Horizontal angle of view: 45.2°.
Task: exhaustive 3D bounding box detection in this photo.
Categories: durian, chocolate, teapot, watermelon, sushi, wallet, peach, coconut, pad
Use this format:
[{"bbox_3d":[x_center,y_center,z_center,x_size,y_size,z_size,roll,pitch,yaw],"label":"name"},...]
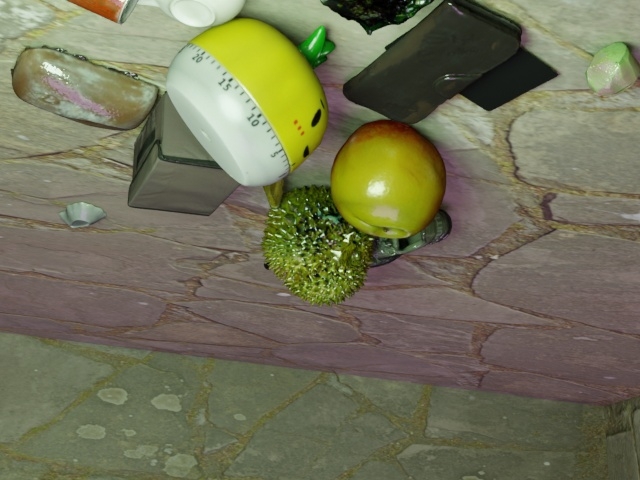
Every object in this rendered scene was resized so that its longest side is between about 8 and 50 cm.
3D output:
[{"bbox_3d":[0.002,-0.002,1.742,0.291,0.291,0.224,10,149,-14],"label":"durian"},{"bbox_3d":[-0.436,-0.261,1.415,0.262,0.083,0.161,15,156,-25],"label":"chocolate"},{"bbox_3d":[-0.190,-0.368,1.120,0.227,0.092,0.145,3,156,12],"label":"teapot"},{"bbox_3d":[-0.118,-0.151,1.617,0.075,0.091,0.181,15,160,10],"label":"watermelon"},{"bbox_3d":[0.102,-0.369,1.013,0.127,0.124,0.225,22,149,-30],"label":"sushi"},{"bbox_3d":[0.181,-0.289,1.284,0.165,0.042,0.310,20,152,-26],"label":"wallet"},{"bbox_3d":[0.130,-0.117,1.491,0.231,0.230,0.231,4,157,2],"label":"peach"},{"bbox_3d":[0.469,-0.272,1.241,0.082,0.083,0.081,11,161,46],"label":"coconut"},{"bbox_3d":[0.256,-0.303,1.294,0.265,0.009,0.160,22,152,-32],"label":"pad"}]

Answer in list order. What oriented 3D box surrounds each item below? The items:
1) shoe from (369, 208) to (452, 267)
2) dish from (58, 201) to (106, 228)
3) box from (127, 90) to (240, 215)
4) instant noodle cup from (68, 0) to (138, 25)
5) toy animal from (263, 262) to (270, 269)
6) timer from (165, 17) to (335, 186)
[{"bbox_3d":[0.156,-0.006,1.828,0.293,0.109,0.149,-21,170,31],"label":"shoe"},{"bbox_3d":[-0.622,-0.056,1.982,0.137,0.039,0.091,-14,151,33],"label":"dish"},{"bbox_3d":[-0.257,-0.164,1.505,0.189,0.153,0.252,7,158,-23],"label":"box"},{"bbox_3d":[-0.314,-0.368,1.049,0.136,0.127,0.127,29,151,-13],"label":"instant noodle cup"},{"bbox_3d":[-0.055,0.049,2.039,0.121,0.117,0.210,21,154,-21],"label":"toy animal"},{"bbox_3d":[-0.081,-0.249,1.238,0.286,0.285,0.285,4,157,2],"label":"timer"}]
